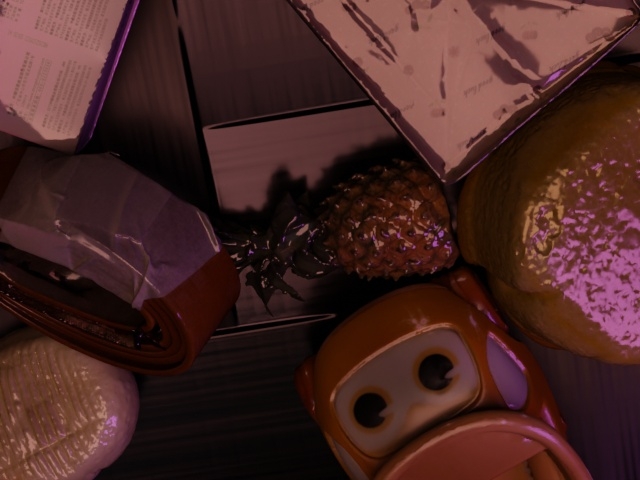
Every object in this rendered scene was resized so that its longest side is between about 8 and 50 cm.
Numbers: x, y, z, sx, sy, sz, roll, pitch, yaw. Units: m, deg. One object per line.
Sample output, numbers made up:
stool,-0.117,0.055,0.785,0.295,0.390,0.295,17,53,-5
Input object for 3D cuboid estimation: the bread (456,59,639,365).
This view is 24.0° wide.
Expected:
bread,0.260,-0.021,1.336,0.269,0.148,0.270,-4,104,-18

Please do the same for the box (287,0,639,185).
box,0.093,-0.234,1.275,0.225,0.190,0.297,-40,101,10

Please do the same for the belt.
belt,-0.205,0.014,1.338,0.261,0.105,0.184,22,144,15

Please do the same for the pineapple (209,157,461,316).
pineapple,0.000,0.000,1.384,0.251,0.125,0.125,-11,105,10

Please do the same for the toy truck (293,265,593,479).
toy truck,0.121,0.184,1.369,0.204,0.212,0.288,-32,117,8

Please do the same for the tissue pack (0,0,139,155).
tissue pack,-0.242,-0.218,1.336,0.148,0.092,0.246,21,105,-5

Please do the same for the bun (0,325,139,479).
bun,-0.263,0.162,1.439,0.188,0.111,0.164,-28,83,9
